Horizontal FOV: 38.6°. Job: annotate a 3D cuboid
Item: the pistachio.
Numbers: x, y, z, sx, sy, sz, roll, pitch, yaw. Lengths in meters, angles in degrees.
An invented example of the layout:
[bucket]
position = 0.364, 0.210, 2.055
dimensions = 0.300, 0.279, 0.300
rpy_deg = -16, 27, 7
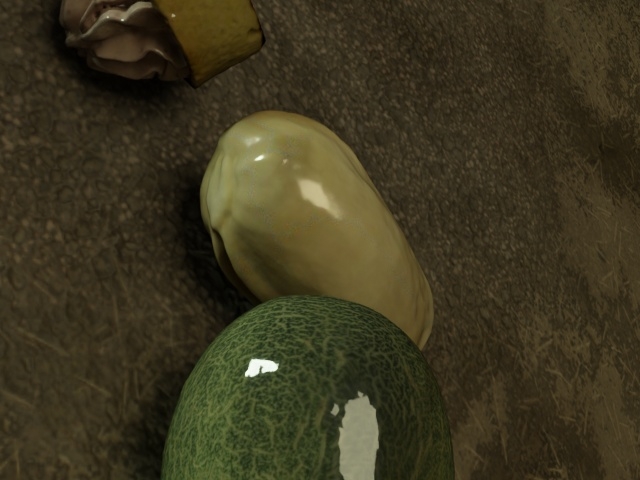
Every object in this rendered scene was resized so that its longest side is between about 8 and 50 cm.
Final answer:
[pistachio]
position = 0.000, 0.000, 0.922
dimensions = 0.299, 0.187, 0.188
rpy_deg = 47, 43, -31

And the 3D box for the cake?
[cake]
position = -0.167, -0.234, 0.897
dimensions = 0.185, 0.178, 0.208
rpy_deg = 63, 2, -34

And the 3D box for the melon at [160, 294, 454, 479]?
[melon]
position = -0.012, 0.206, 0.769
dimensions = 0.248, 0.248, 0.329
rpy_deg = 26, 61, -37
